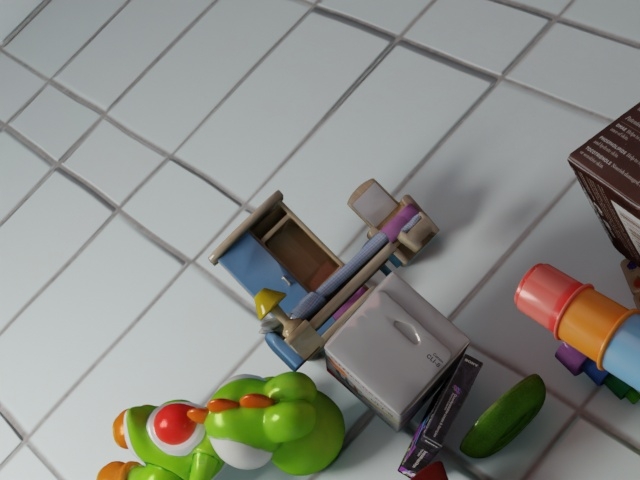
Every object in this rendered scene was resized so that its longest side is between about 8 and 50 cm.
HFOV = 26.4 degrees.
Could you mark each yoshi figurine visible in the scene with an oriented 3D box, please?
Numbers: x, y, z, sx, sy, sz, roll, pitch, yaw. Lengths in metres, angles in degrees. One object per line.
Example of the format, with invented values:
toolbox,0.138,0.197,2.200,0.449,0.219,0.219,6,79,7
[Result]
yoshi figurine,-0.111,0.268,1.776,0.362,0.204,0.203,-23,0,39

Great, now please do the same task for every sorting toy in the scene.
sorting toy,0.227,0.255,1.570,0.365,0.127,0.126,-41,69,-6

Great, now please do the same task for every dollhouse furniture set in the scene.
dollhouse furniture set,0.000,0.000,1.757,0.286,0.198,0.303,-45,-4,-6

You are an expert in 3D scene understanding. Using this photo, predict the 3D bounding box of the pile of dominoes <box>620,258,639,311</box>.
pile of dominoes,0.466,0.064,1.586,0.196,0.040,0.251,-27,42,15

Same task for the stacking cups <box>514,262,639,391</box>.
stacking cups,0.354,0.121,1.493,0.316,0.096,0.096,34,77,27

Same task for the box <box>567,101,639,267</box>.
box,0.439,-0.070,1.611,0.203,0.168,0.167,-37,32,-3

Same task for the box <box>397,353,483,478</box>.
box,0.140,0.211,1.619,0.029,0.162,0.116,29,65,3

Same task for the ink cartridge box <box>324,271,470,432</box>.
ink cartridge box,0.091,0.139,1.666,0.128,0.176,0.127,41,80,11
